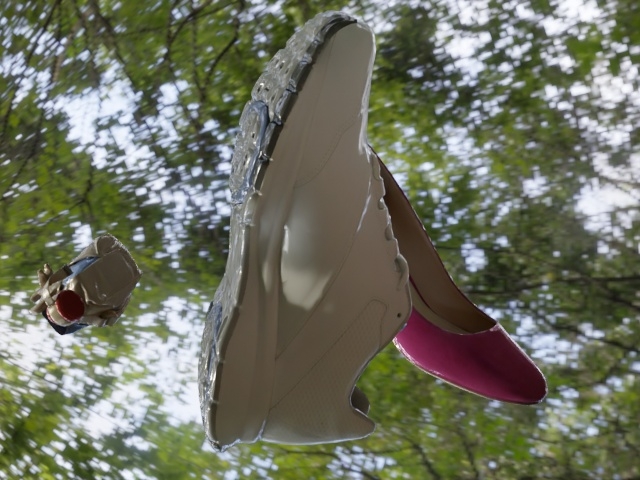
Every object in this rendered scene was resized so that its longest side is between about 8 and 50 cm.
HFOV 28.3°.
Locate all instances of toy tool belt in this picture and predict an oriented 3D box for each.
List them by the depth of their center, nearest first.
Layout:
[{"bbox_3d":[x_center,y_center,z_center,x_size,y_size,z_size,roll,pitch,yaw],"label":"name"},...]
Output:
[{"bbox_3d":[-0.145,0.034,0.754,0.052,0.051,0.083,56,-148,-8],"label":"toy tool belt"}]

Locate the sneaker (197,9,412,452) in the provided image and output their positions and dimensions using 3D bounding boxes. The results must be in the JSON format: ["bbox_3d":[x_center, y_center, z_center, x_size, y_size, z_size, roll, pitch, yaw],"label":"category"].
[{"bbox_3d":[0.000,0.000,0.819,0.129,0.111,0.297,7,-69,-11],"label":"sneaker"}]

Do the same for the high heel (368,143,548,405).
[{"bbox_3d":[0.089,0.023,0.985,0.082,0.244,0.117,-11,-49,-51],"label":"high heel"}]
